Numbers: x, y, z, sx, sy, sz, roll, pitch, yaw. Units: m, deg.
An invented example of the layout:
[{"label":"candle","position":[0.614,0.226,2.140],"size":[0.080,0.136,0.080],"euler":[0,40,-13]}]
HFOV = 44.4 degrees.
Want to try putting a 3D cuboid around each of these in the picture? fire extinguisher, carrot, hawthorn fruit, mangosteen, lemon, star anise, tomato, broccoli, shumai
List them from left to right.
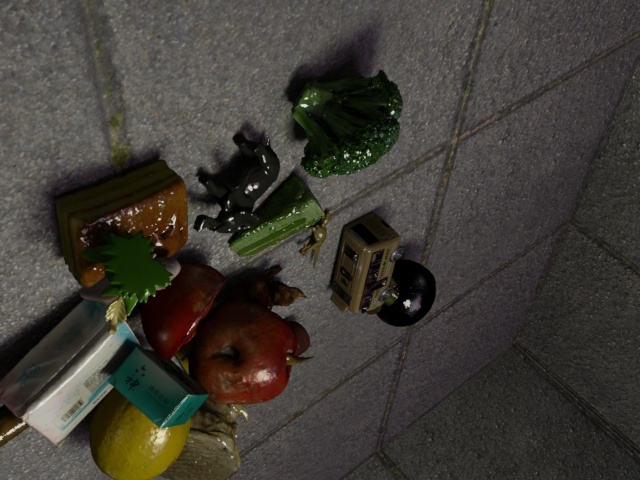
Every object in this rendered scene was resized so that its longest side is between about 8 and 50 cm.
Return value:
[{"label":"carrot","position":[-0.639,0.375,1.669],"size":[0.342,0.070,0.070],"euler":[-35,150,-33]},{"label":"lemon","position":[-0.429,0.448,1.871],"size":[0.235,0.236,0.263],"euler":[-13,154,-46]},{"label":"tomato","position":[-0.313,0.136,1.721],"size":[0.200,0.139,0.233],"euler":[-52,-173,19]},{"label":"shumai","position":[-0.345,0.498,2.137],"size":[0.313,0.262,0.267],"euler":[-12,126,19]},{"label":"hawthorn fruit","position":[-0.185,0.275,1.871],"size":[0.261,0.258,0.258],"euler":[20,116,-21]},{"label":"fire extinguisher","position":[-0.169,0.329,2.144],"size":[0.344,0.102,0.138],"euler":[-31,155,-43]},{"label":"star anise","position":[-0.142,0.139,1.983],"size":[0.196,0.111,0.212],"euler":[-23,180,-3]},{"label":"broccoli","position":[0.051,-0.249,1.662],"size":[0.241,0.261,0.269],"euler":[26,106,-20]},{"label":"mangosteen","position":[0.239,0.160,2.431],"size":[0.243,0.243,0.243],"euler":[-33,149,-23]}]

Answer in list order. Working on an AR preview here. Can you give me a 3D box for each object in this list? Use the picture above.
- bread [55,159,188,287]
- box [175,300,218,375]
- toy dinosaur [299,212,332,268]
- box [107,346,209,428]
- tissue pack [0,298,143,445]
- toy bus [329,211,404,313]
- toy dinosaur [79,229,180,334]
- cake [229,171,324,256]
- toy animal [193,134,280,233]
[{"label":"bread","position":[-0.364,-0.026,1.469],"size":[0.234,0.110,0.184],"euler":[-27,146,-30]},{"label":"box","position":[-0.299,0.263,1.999],"size":[0.153,0.041,0.279],"euler":[-39,151,-17]},{"label":"toy dinosaur","position":[0.000,0.000,2.070],"size":[0.126,0.039,0.162],"euler":[-46,153,-4]},{"label":"box","position":[-0.339,0.314,1.673],"size":[0.092,0.153,0.245],"euler":[-50,172,-7]},{"label":"tissue pack","position":[-0.504,0.263,1.601],"size":[0.271,0.124,0.201],"euler":[-48,155,-20]},{"label":"toy bus","position":[0.124,0.075,2.228],"size":[0.157,0.139,0.290],"euler":[-22,143,-31]},{"label":"toy dinosaur","position":[-0.341,0.054,1.407],"size":[0.194,0.152,0.177],"euler":[-37,176,-25]},{"label":"cake","position":[-0.100,-0.032,1.832],"size":[0.235,0.099,0.100],"euler":[-45,150,0]},{"label":"toy animal","position":[-0.168,-0.103,1.629],"size":[0.245,0.114,0.146],"euler":[-44,151,-4]}]
